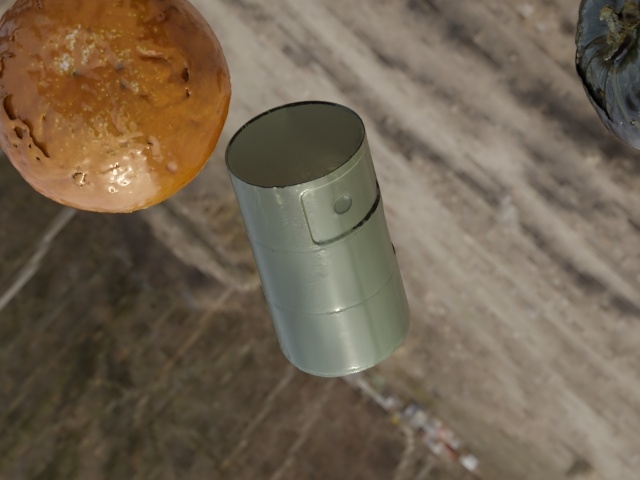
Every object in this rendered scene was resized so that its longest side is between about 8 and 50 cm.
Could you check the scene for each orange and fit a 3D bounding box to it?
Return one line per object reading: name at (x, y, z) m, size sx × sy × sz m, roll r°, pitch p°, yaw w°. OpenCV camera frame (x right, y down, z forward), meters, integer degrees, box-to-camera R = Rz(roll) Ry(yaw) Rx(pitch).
orange at (-0.161, -0.116, 1.273) m, size 0.193 × 0.193 × 0.161 m, roll 41°, pitch 174°, yaw 5°

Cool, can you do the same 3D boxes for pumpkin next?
pumpkin at (0.335, -0.196, 1.548) m, size 0.159 × 0.238 × 0.238 m, roll 2°, pitch -163°, yaw -32°

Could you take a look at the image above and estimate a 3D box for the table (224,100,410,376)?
table at (0.000, 0.000, 1.475) m, size 0.126 × 0.126 × 0.220 m, roll 35°, pitch 150°, yaw 45°
